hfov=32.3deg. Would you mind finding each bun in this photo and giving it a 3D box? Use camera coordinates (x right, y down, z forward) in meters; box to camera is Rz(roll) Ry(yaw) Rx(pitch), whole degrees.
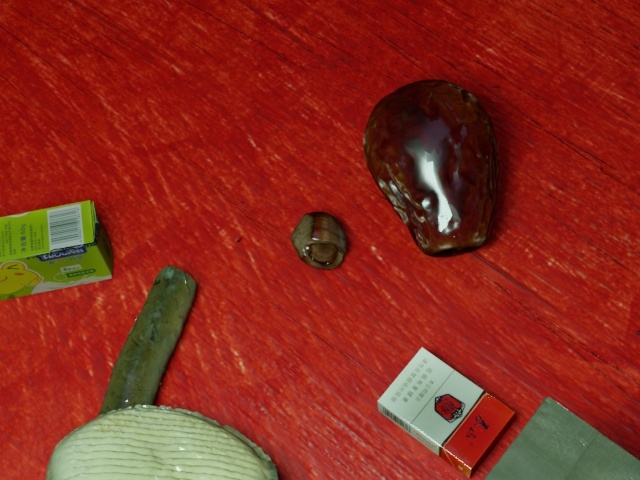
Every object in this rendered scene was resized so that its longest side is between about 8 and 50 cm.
[{"bbox_3d":[-0.194,0.320,1.333,0.287,0.146,0.287,13,23,-6],"label":"bun"}]

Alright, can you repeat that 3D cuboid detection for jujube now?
[{"bbox_3d":[0.166,-0.101,1.573,0.190,0.190,0.255,-12,77,-2],"label":"jujube"}]

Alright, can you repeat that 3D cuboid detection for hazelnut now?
[{"bbox_3d":[0.000,0.000,1.576,0.086,0.086,0.086,-2,60,4],"label":"hazelnut"}]

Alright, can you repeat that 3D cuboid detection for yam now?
[{"bbox_3d":[-0.246,0.181,1.499,0.071,0.067,0.317,7,59,24],"label":"yam"}]

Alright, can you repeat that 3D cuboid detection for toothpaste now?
[{"bbox_3d":[-0.464,0.028,1.579,0.327,0.110,0.077,-11,62,-1],"label":"toothpaste"}]

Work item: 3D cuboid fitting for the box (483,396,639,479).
[{"bbox_3d":[0.267,0.314,1.282,0.155,0.231,0.149,34,69,22],"label":"box"}]

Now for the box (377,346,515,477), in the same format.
[{"bbox_3d":[0.164,0.225,1.448,0.152,0.048,0.100,34,70,23],"label":"box"}]
